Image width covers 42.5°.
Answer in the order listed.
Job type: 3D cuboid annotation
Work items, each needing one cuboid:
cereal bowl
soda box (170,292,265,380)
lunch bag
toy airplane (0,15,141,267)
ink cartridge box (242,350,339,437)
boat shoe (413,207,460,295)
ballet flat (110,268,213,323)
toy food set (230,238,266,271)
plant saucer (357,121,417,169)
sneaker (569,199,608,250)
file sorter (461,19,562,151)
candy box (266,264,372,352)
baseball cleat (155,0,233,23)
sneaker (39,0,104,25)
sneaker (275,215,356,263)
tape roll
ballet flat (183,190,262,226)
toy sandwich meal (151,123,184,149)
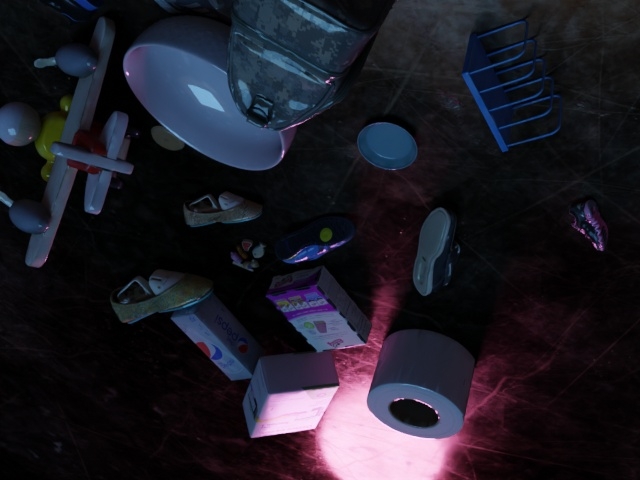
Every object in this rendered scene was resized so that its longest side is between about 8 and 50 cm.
[{"bbox_3d":[-0.180,-0.285,1.506,0.339,0.141,0.339,26,157,12],"label":"cereal bowl"},{"bbox_3d":[-0.272,0.257,2.227,0.091,0.098,0.286,-12,131,34],"label":"soda box"},{"bbox_3d":[-0.017,-0.340,1.284,0.212,0.305,0.256,30,136,-6],"label":"lunch bag"},{"bbox_3d":[-0.497,-0.189,1.598,0.272,0.386,0.384,18,141,-15],"label":"toy airplane"},{"bbox_3d":[-0.086,0.421,2.252,0.201,0.117,0.278,-4,145,-20],"label":"ink cartridge box"},{"bbox_3d":[0.256,0.017,1.754,0.079,0.084,0.233,-12,136,-19],"label":"boat shoe"},{"bbox_3d":[-0.430,0.134,2.155,0.348,0.123,0.123,-18,126,38],"label":"ballet flat"},{"bbox_3d":[-0.180,0.037,1.997,0.078,0.019,0.122,22,141,-1],"label":"toy food set"},{"bbox_3d":[0.132,-0.189,1.601,0.119,0.021,0.119,12,140,10],"label":"plant saucer"},{"bbox_3d":[0.518,-0.028,1.598,0.057,0.047,0.119,-7,126,39],"label":"sneaker"},{"bbox_3d":[0.321,-0.259,1.365,0.104,0.118,0.170,-15,129,31],"label":"file sorter"},{"bbox_3d":[-0.001,0.172,2.029,0.159,0.071,0.233,-14,128,35],"label":"candy box"},{"bbox_3d":[-0.211,-0.429,1.461,0.206,0.072,0.109,30,156,-7],"label":"baseball cleat"},{"bbox_3d":[-0.508,-0.490,1.499,0.090,0.081,0.232,-25,124,33],"label":"sneaker"},{"bbox_3d":[0.000,0.000,1.853,0.209,0.069,0.082,-21,158,29],"label":"sneaker"},{"bbox_3d":[0.251,0.361,2.056,0.246,0.169,0.246,13,140,11],"label":"tape roll"},{"bbox_3d":[-0.228,-0.074,1.859,0.206,0.073,0.067,-8,118,26],"label":"ballet flat"},{"bbox_3d":[-0.321,-0.226,1.759,0.085,0.029,0.085,17,152,9],"label":"toy sandwich meal"}]
